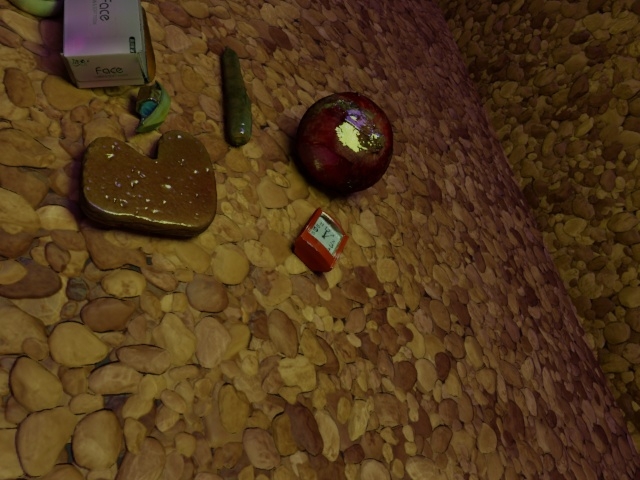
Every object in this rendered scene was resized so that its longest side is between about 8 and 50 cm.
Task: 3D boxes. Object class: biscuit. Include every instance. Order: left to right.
[{"bbox_3d":[-0.339,-0.128,0.973,0.277,0.052,0.262,7,54,-40],"label":"biscuit"}]

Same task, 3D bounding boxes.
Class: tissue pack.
[{"bbox_3d":[-0.447,-0.441,1.011,0.148,0.092,0.246,-8,65,-12],"label":"tissue pack"}]

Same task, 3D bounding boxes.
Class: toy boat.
[{"bbox_3d":[-0.365,-0.284,1.042,0.066,0.065,0.172,37,33,-39],"label":"toy boat"}]

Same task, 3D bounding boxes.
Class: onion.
[{"bbox_3d":[0.070,-0.262,1.305,0.276,0.276,0.276,24,48,-31],"label":"onion"}]

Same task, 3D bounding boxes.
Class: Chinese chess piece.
[{"bbox_3d":[-0.590,-0.521,1.004,0.122,0.051,0.122,24,47,-29],"label":"Chinese chess piece"}]

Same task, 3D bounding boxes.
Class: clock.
[{"bbox_3d":[0.000,0.000,1.205,0.113,0.061,0.155,45,38,-10],"label":"clock"}]

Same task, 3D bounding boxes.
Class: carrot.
[{"bbox_3d":[-0.416,-0.445,1.107,0.067,0.067,0.225,6,57,-41],"label":"carrot"},{"bbox_3d":[-0.217,-0.385,1.259,0.070,0.070,0.342,14,53,-37],"label":"carrot"}]
